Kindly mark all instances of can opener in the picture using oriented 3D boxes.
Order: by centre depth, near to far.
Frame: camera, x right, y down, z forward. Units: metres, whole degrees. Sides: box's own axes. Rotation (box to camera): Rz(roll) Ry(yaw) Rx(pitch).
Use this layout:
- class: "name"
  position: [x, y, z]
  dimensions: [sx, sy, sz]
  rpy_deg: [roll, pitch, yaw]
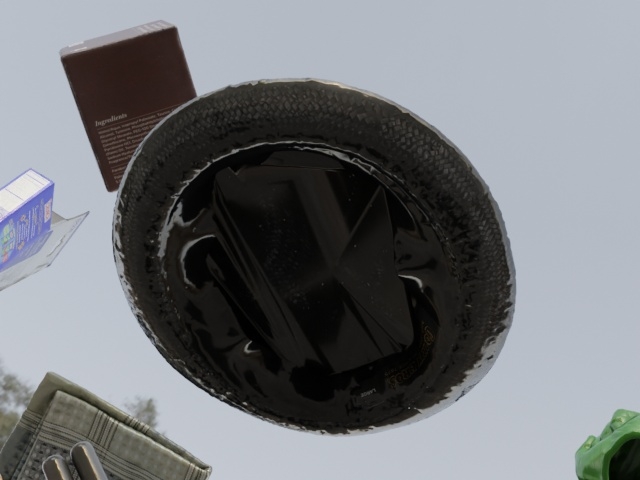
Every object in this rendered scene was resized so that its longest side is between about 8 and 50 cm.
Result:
- class: "can opener"
  position: [-0.261, 0.389, 1.024]
  dimensions: [0.283, 0.076, 0.095]
  rpy_deg: [53, -24, 30]

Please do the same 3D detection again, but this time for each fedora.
- class: "fedora"
  position: [0.000, 0.000, 0.664]
  dimensions: [0.334, 0.152, 0.334]
  rpy_deg: [5, -53, 6]

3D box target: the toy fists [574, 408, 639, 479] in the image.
- class: "toy fists"
  position: [0.410, 0.378, 1.237]
  dimensions: [0.096, 0.142, 0.279]
  rpy_deg: [30, -85, 14]

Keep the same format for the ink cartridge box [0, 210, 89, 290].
- class: "ink cartridge box"
  position: [-0.484, 0.039, 1.141]
  dimensions: [0.065, 0.333, 0.165]
  rpy_deg: [49, -54, 4]

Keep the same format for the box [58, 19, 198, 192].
- class: "box"
  position: [-0.273, -0.203, 1.226]
  dimensions: [0.167, 0.168, 0.203]
  rpy_deg: [-19, -68, -11]

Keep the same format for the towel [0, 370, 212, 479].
- class: "towel"
  position: [-0.378, 0.411, 1.343]
  dimensions: [0.324, 0.056, 0.312]
  rpy_deg: [30, -73, 1]

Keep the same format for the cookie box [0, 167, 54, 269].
- class: "cookie box"
  position: [-0.366, -0.021, 0.976]
  dimensions: [0.040, 0.107, 0.092]
  rpy_deg: [33, -44, 8]

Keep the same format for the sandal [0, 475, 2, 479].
- class: "sandal"
  position: [-0.467, 0.282, 1.041]
  dimensions: [0.265, 0.102, 0.076]
  rpy_deg: [21, -92, 45]
